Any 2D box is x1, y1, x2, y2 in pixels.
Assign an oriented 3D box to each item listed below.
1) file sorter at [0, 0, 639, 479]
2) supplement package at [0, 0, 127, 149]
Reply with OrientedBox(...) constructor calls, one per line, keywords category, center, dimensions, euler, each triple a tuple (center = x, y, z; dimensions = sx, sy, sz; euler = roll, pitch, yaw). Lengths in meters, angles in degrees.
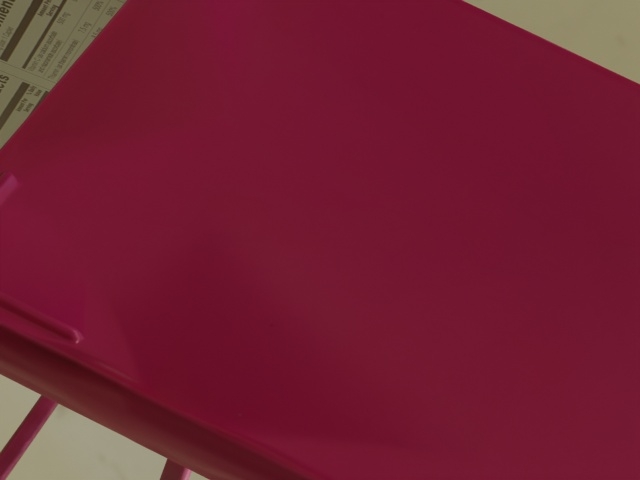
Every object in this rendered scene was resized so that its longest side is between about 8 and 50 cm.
OrientedBox(category="file sorter", center=(0.040, 0.072, 0.576), dimensions=(0.202, 0.291, 0.182), euler=(-59, 173, -47))
OrientedBox(category="supplement package", center=(-0.102, -0.186, 0.928), dimensions=(0.204, 0.145, 0.262), euler=(-40, -148, 59))
